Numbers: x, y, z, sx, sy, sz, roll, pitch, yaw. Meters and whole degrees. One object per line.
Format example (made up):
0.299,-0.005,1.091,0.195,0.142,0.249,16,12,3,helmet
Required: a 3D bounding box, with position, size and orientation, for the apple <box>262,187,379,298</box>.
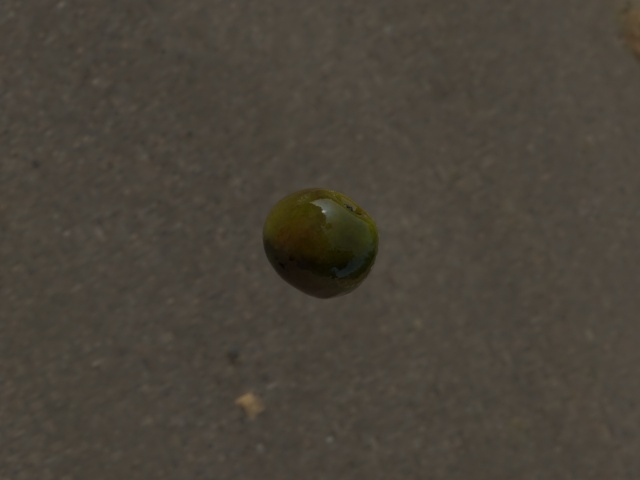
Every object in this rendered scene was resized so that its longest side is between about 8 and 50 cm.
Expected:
0.000,0.000,1.362,0.089,0.074,0.089,34,14,-10,apple
